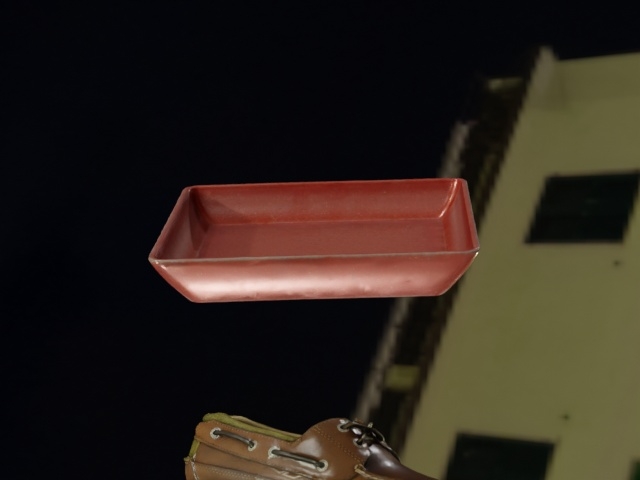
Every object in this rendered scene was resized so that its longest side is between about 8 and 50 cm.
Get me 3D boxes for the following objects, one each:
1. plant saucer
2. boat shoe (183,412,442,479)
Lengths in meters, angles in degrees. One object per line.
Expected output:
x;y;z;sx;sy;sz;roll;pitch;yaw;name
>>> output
0.000;0.000;1.433;0.259;0.258;0.047;-81;-11;-76;plant saucer
0.015;0.203;1.483;0.111;0.307;0.104;32;-118;-64;boat shoe
